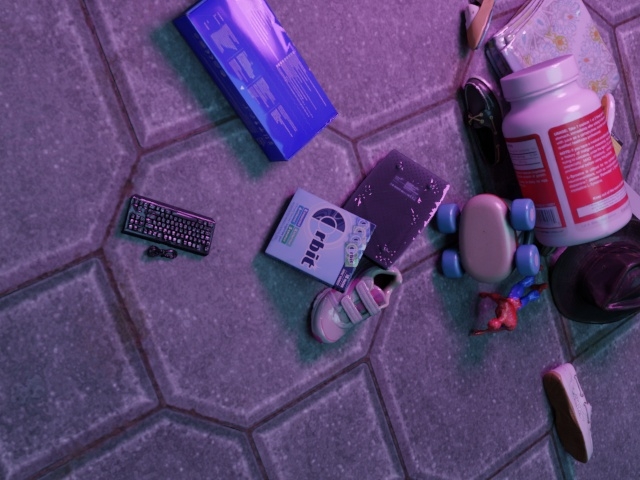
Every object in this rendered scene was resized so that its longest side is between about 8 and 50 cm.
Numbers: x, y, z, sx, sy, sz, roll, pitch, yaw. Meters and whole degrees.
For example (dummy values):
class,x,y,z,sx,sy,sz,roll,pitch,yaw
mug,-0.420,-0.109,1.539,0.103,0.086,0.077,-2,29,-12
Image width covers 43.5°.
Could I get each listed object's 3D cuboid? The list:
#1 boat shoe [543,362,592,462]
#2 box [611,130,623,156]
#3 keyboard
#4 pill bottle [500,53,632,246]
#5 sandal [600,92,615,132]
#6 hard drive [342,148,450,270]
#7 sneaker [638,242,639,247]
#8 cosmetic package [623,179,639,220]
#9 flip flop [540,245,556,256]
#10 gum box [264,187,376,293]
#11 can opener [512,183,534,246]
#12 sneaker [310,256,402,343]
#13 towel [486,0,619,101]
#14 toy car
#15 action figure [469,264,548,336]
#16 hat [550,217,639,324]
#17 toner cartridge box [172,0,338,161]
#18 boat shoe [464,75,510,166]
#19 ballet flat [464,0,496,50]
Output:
class,x,y,z,sx,sy,sz,roll,pitch,yaw
boat shoe,0.687,0.461,2.152,0.096,0.098,0.277,-25,104,-28
box,0.731,-0.191,2.167,0.087,0.058,0.232,36,73,-28
keyboard,-0.293,-0.014,1.554,0.180,0.023,0.108,18,83,-31
pill bottle,0.561,-0.209,1.873,0.229,0.229,0.408,-27,103,-28
sandal,0.702,-0.247,2.072,0.076,0.102,0.265,4,92,2
hard drive,0.153,-0.065,1.766,0.172,0.054,0.255,34,68,11
sneaker,0.860,0.007,2.190,0.286,0.130,0.109,9,47,-21
cosmetic package,0.848,-0.088,2.224,0.239,0.099,0.060,35,72,-29
flip flop,0.606,-0.094,2.076,0.112,0.080,0.277,-17,117,-53
gum box,0.000,0.000,1.677,0.184,0.041,0.157,25,77,2
can opener,0.533,-0.117,2.034,0.074,0.093,0.280,11,91,-33
sneaker,0.081,0.125,1.743,0.252,0.111,0.103,-48,116,-21
towel,0.610,-0.451,2.060,0.320,0.090,0.374,-48,115,-20
toy car,0.428,-0.019,1.936,0.238,0.219,0.210,-22,106,-59
action figure,0.455,0.155,2.006,0.280,0.139,0.091,-35,109,-49
hat,0.784,0.114,2.100,0.331,0.134,0.331,-4,116,-8
toner cartridge box,-0.124,-0.343,1.611,0.165,0.075,0.348,-45,114,-23
boat shoe,0.398,-0.286,1.939,0.068,0.081,0.228,-41,115,-28
ballet flat,0.386,-0.565,1.933,0.073,0.080,0.232,25,75,-2
